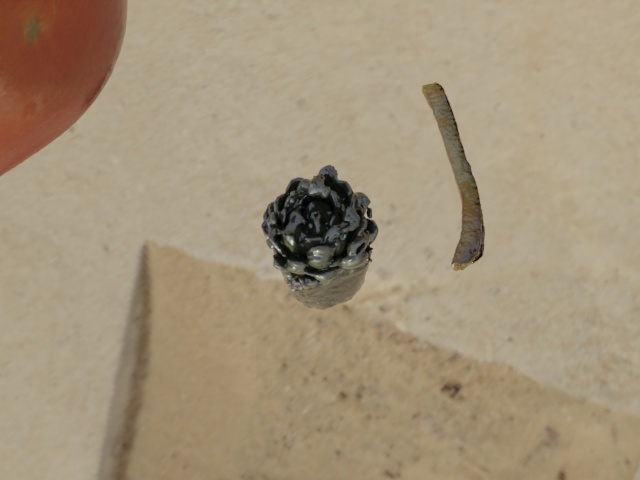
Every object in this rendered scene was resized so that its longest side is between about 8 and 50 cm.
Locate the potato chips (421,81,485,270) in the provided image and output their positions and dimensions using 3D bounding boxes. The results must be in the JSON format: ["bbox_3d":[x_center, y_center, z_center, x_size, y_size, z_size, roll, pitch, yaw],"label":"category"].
[{"bbox_3d":[0.115,-0.060,1.309,0.037,0.204,0.026,-7,146,0],"label":"potato chips"}]

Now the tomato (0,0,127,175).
[{"bbox_3d":[-0.221,-0.147,0.786,0.226,0.298,0.299,23,115,30],"label":"tomato"}]

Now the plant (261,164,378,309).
[{"bbox_3d":[0.000,0.000,1.263,0.092,0.143,0.094,-13,68,-3],"label":"plant"}]
